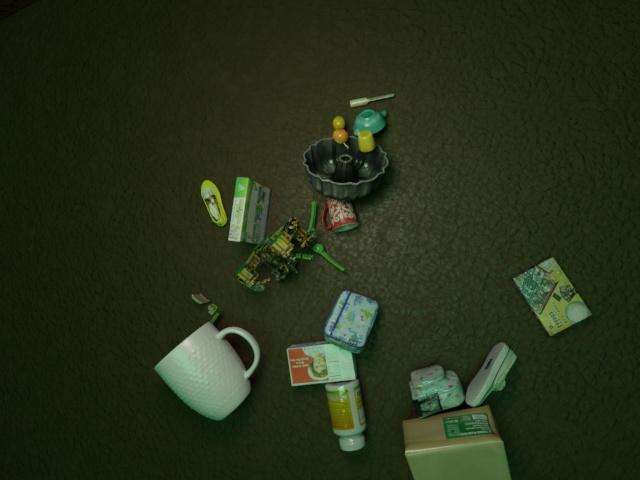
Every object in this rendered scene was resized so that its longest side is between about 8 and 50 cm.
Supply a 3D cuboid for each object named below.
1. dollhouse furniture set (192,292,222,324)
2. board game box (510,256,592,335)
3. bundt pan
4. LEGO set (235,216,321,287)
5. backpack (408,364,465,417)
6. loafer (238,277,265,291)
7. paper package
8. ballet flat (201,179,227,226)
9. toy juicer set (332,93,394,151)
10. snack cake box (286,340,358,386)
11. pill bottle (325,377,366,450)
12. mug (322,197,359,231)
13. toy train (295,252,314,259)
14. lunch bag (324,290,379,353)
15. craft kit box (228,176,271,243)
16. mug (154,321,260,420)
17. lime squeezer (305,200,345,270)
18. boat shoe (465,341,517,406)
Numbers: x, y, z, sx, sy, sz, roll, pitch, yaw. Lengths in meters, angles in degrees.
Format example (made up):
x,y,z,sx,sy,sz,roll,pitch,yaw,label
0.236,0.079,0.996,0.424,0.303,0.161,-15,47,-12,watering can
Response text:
x,y,z,sx,sy,sz,roll,pitch,yaw,label
-0.503,0.297,1.766,0.152,0.076,0.058,36,96,12,dollhouse furniture set
0.844,0.204,1.490,0.165,0.042,0.243,-31,80,9,board game box
0.096,-0.272,1.585,0.331,0.124,0.330,0,45,0,bundt pan
-0.148,0.078,1.582,0.192,0.255,0.331,43,115,-13,LEGO set
0.428,0.547,1.496,0.189,0.166,0.144,-12,93,9,backpack
-0.299,0.190,1.745,0.125,0.039,0.045,21,90,13,loafer
0.474,0.768,1.417,0.325,0.168,0.309,-14,110,12,paper package
-0.478,-0.170,1.790,0.077,0.077,0.230,-25,81,10,ballet flat
0.163,-0.481,1.653,0.209,0.089,0.329,9,54,25,toy juicer set
0.008,0.489,1.632,0.265,0.089,0.152,-10,85,12,snack cake box
0.104,0.671,1.574,0.137,0.136,0.245,-11,84,12,pill bottle
0.065,-0.127,1.652,0.150,0.113,0.169,-15,80,9,mug
-0.067,0.069,1.714,0.083,0.017,0.023,5,97,13,toy train
0.118,0.313,1.574,0.176,0.090,0.219,21,58,16,lunch bag
-0.283,-0.111,1.657,0.061,0.247,0.249,7,87,12,craft kit box
-0.414,0.510,1.634,0.374,0.276,0.328,-42,88,3,mug
0.000,0.000,1.679,0.110,0.059,0.310,-26,82,17,lime squeezer
0.625,0.499,1.468,0.088,0.096,0.267,41,65,2,boat shoe
